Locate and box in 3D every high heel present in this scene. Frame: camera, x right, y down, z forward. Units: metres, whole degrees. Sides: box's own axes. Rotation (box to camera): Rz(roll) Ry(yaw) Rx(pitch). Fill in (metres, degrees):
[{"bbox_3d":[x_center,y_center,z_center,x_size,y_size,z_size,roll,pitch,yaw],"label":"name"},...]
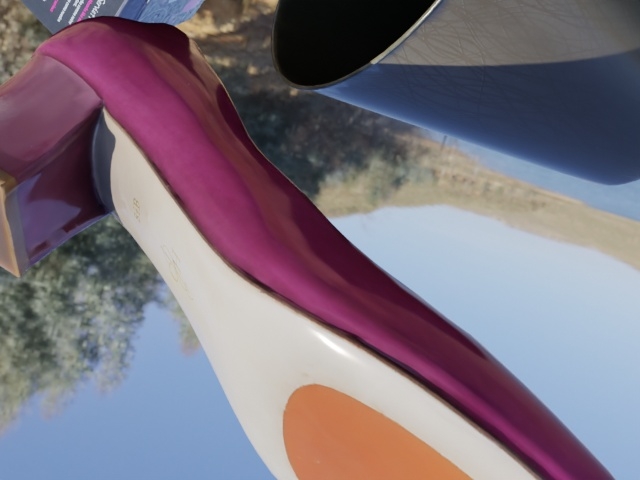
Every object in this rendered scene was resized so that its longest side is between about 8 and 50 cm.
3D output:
[{"bbox_3d":[0.000,0.000,0.424,0.377,0.127,0.181,34,-132,13],"label":"high heel"}]

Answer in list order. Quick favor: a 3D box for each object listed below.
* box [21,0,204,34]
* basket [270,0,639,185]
[{"bbox_3d":[-0.130,-0.281,0.702,0.142,0.247,0.163,48,-140,-2],"label":"box"},{"bbox_3d":[0.121,-0.128,0.542,0.227,0.154,0.204,19,148,-32],"label":"basket"}]
